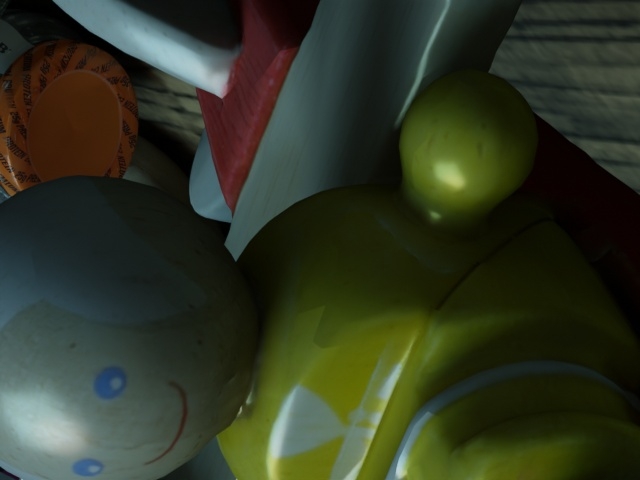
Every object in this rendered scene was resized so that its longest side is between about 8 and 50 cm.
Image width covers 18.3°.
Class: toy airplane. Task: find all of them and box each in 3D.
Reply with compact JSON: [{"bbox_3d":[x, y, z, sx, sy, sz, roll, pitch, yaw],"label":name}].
[{"bbox_3d":[0.000,0.000,0.604,0.272,0.386,0.384,-5,175,-38],"label":"toy airplane"}]

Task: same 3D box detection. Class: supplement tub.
[{"bbox_3d":[-0.197,-0.074,1.093,0.190,0.117,0.117,13,154,41],"label":"supplement tub"}]

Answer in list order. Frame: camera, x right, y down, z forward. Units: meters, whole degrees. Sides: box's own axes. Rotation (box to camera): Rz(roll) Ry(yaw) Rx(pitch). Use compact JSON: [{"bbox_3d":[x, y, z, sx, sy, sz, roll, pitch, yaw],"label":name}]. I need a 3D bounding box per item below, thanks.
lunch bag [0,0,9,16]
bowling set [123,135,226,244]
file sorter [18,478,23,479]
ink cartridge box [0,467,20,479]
[{"bbox_3d":[-0.256,-0.129,0.690,0.256,0.305,0.212,166,87,-73],"label":"lunch bag"},{"bbox_3d":[-0.116,0.046,1.163,0.287,0.200,0.154,19,159,41],"label":"bowling set"},{"bbox_3d":[-0.111,0.155,1.315,0.278,0.173,0.193,31,-155,1],"label":"file sorter"},{"bbox_3d":[-0.194,0.174,1.514,0.193,0.235,0.088,21,124,25],"label":"ink cartridge box"}]
